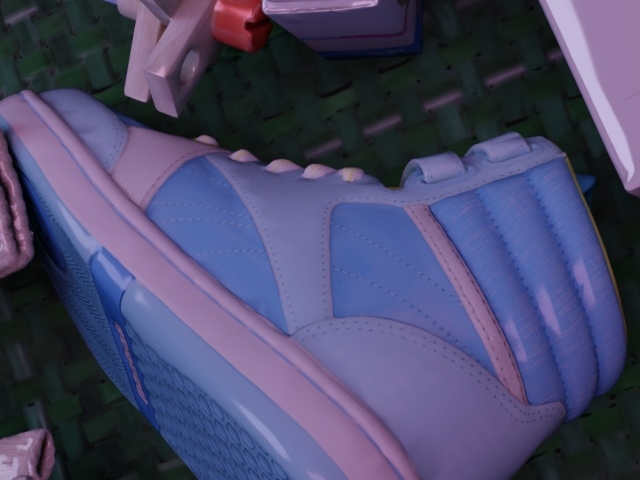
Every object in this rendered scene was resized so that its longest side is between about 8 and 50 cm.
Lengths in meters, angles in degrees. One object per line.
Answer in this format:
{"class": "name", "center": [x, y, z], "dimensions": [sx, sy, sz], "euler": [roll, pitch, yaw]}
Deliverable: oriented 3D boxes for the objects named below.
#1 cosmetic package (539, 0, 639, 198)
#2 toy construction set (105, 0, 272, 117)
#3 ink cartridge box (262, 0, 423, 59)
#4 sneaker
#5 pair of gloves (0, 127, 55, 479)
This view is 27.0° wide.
{"class": "cosmetic package", "center": [0.145, -0.207, 0.501], "dimensions": [0.197, 0.155, 0.365], "euler": [-29, 71, 22]}
{"class": "toy construction set", "center": [-0.145, -0.205, 0.593], "dimensions": [0.328, 0.151, 0.215], "euler": [30, 52, 2]}
{"class": "ink cartridge box", "center": [0.013, -0.133, 0.585], "dimensions": [0.052, 0.122, 0.088], "euler": [0, 89, 14]}
{"class": "sneaker", "center": [0.000, 0.000, 0.600], "dimensions": [0.208, 0.127, 0.319], "euler": [-31, 53, -21]}
{"class": "pair of gloves", "center": [-0.199, 0.070, 0.624], "dimensions": [0.204, 0.042, 0.240], "euler": [-10, 89, 42]}
